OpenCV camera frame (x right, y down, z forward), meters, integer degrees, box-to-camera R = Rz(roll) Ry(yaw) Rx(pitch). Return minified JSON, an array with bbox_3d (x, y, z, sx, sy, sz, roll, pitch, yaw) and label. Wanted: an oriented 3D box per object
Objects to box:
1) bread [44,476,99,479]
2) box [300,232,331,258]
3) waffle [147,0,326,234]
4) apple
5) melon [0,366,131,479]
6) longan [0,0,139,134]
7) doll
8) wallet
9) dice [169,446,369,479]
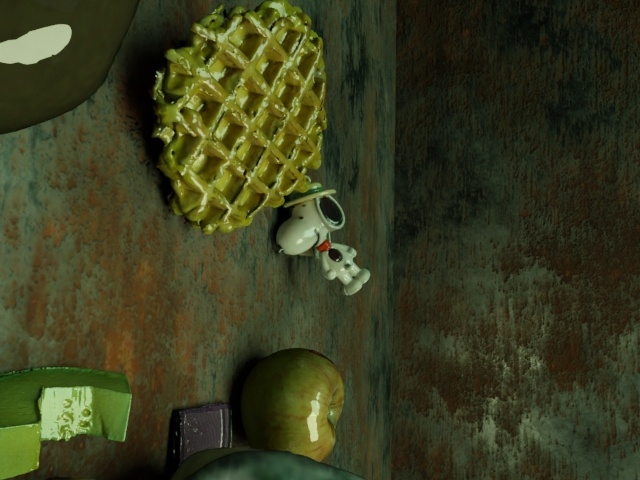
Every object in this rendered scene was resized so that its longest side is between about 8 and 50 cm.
[{"bbox_3d":[-0.264,0.347,0.521,0.114,0.132,0.190,42,50,-45],"label":"bread"},{"bbox_3d":[-0.017,-0.004,1.378,0.122,0.062,0.089,-31,118,-67],"label":"box"},{"bbox_3d":[-0.115,-0.196,0.858,0.379,0.095,0.382,-34,138,-40],"label":"waffle"},{"bbox_3d":[-0.055,0.343,1.051,0.261,0.194,0.261,1,90,-72],"label":"apple"},{"bbox_3d":[-0.280,0.181,0.533,0.209,0.118,0.064,13,90,-58],"label":"melon"},{"bbox_3d":[-0.267,-0.211,0.335,0.297,0.297,0.297,-1,90,-71],"label":"longan"},{"bbox_3d":[0.018,-0.009,1.254,0.208,0.271,0.144,-63,-162,-13],"label":"doll"},{"bbox_3d":[-0.200,0.340,0.876,0.166,0.030,0.111,32,60,-67],"label":"wallet"},{"bbox_3d":[-0.070,0.487,0.667,0.348,0.330,0.328,96,6,-51],"label":"dice"}]
